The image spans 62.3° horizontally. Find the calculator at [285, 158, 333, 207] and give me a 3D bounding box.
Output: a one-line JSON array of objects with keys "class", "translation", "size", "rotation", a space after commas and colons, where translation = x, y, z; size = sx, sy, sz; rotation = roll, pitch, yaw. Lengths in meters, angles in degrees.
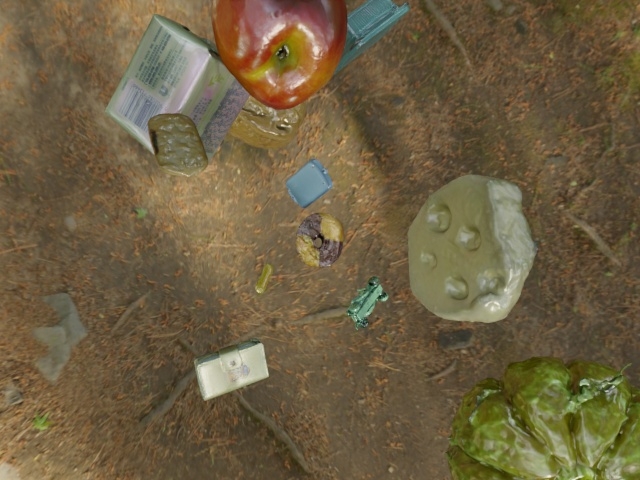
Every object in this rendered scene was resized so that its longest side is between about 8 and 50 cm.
[{"class": "calculator", "translation": [-0.040, -0.189, 1.783], "size": [0.039, 0.210, 0.121], "rotation": [-35, 91, -43]}]

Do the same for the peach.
[{"class": "peach", "translation": [-0.061, -0.325, 0.804], "size": [0.200, 0.243, 0.243], "rotation": [-5, 84, -3]}]

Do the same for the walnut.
[{"class": "walnut", "translation": [-0.172, -0.377, 1.498], "size": [0.257, 0.224, 0.257], "rotation": [23, 39, -21]}]

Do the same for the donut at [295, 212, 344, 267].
[{"class": "donut", "translation": [0.000, 0.000, 1.789], "size": [0.167, 0.073, 0.183], "rotation": [-1, 85, 6]}]

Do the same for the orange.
[{"class": "orange", "translation": [0.328, 0.303, 0.708], "size": [0.300, 0.223, 0.301], "rotation": [-34, 78, 14]}]

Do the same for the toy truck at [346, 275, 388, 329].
[{"class": "toy truck", "translation": [0.120, 0.174, 1.503], "size": [0.154, 0.078, 0.080], "rotation": [-49, 122, -33]}]

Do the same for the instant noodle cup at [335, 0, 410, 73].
[{"class": "instant noodle cup", "translation": [0.084, -0.437, 1.110], "size": [0.179, 0.157, 0.070], "rotation": [-44, 99, -22]}]

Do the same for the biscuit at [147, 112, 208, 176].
[{"class": "biscuit", "translation": [-0.208, -0.142, 0.768], "size": [0.071, 0.018, 0.147], "rotation": [-9, 49, -22]}]

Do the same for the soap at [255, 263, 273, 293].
[{"class": "soap", "translation": [-0.158, 0.107, 1.495], "size": [0.034, 0.012, 0.089], "rotation": [34, 68, -33]}]

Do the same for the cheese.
[{"class": "cheese", "translation": [0.320, 0.016, 1.148], "size": [0.115, 0.318, 0.326], "rotation": [6, 119, -30]}]

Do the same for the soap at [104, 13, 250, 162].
[{"class": "soap", "translation": [-0.234, -0.253, 0.922], "size": [0.138, 0.182, 0.199], "rotation": [37, 104, 14]}]

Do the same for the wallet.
[{"class": "wallet", "translation": [-0.202, 0.288, 1.198], "size": [0.155, 0.039, 0.110], "rotation": [-16, 116, -21]}]
